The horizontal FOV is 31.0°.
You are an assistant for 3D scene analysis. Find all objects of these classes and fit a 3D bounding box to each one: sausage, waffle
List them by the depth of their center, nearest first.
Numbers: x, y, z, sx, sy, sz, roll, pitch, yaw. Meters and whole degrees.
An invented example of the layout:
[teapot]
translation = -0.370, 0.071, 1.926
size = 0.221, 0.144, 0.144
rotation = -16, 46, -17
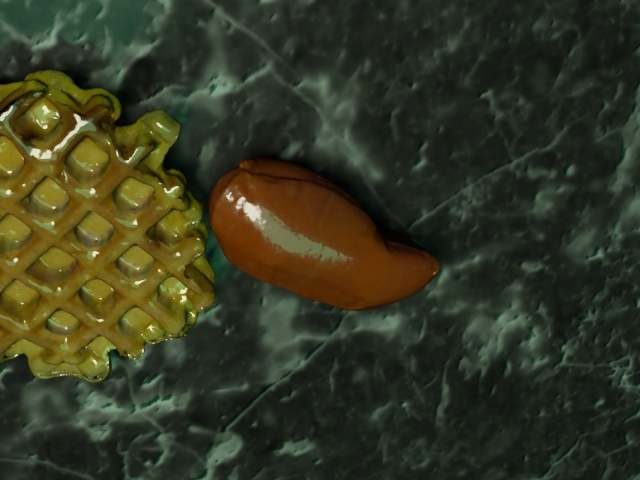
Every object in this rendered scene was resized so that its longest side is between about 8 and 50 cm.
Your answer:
[waffle]
translation = -0.193, -0.002, 0.785
size = 0.237, 0.059, 0.243
rotation = -4, 121, -4
[sausage]
translation = 0.000, 0.000, 0.836
size = 0.179, 0.089, 0.089
rotation = 25, 109, -20
